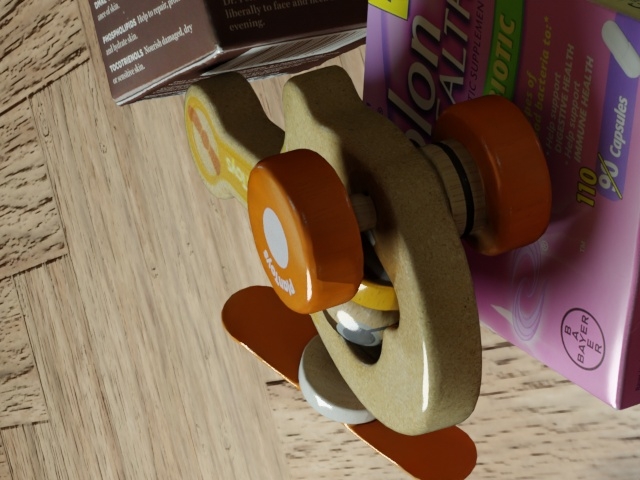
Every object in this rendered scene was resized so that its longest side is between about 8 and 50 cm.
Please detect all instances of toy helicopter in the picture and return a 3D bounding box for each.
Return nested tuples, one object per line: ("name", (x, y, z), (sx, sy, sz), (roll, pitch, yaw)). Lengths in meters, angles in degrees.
("toy helicopter", (0.000, 0.000, 0.977), (0.355, 0.140, 0.235), (-136, 34, -55))

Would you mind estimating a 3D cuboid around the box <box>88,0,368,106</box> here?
("box", (-0.062, -0.218, 1.132), (0.167, 0.168, 0.203), (-15, 89, 59))

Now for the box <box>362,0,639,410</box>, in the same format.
("box", (0.139, -0.061, 0.931), (0.243, 0.117, 0.214), (34, 130, 47))
